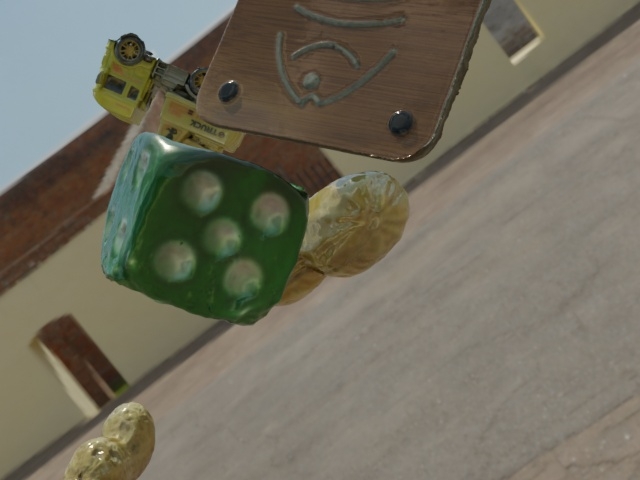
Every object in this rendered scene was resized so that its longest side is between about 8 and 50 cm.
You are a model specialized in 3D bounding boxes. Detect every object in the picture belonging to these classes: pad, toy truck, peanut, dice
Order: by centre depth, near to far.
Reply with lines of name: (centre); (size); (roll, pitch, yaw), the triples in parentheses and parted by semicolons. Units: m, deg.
dice: (-0.093, -0.009, 0.680); (0.128, 0.131, 0.120); (23, 95, 65)
pad: (0.027, -0.224, 0.894); (0.018, 0.287, 0.284); (38, -111, -57)
peanut: (0.000, 0.000, 1.309); (0.305, 0.147, 0.147); (-25, 11, 34)
peanut: (-0.325, 0.341, 1.374); (0.103, 0.098, 0.229); (-66, -4, 26)
toy truck: (-0.249, -0.225, 1.492); (0.124, 0.272, 0.157); (167, 126, -87)
